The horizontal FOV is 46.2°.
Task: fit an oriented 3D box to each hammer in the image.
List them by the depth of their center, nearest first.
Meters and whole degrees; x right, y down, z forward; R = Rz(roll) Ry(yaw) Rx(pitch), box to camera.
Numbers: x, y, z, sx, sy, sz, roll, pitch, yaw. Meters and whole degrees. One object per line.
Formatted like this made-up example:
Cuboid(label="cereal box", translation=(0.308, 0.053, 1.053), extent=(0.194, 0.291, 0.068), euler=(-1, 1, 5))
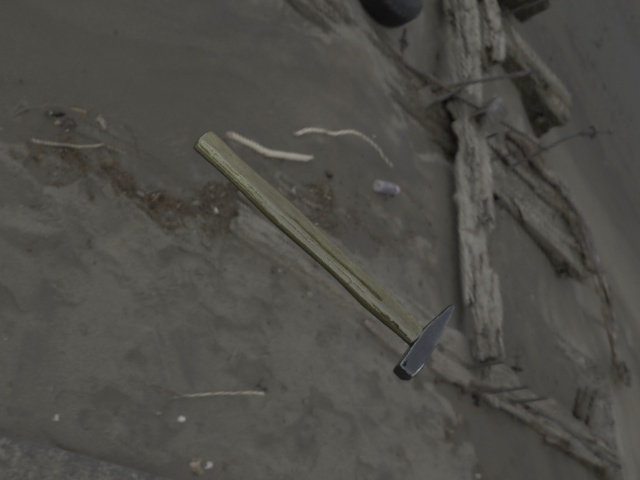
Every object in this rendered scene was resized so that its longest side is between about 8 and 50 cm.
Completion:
Cuboid(label="hammer", translation=(0.000, 0.000, 0.474), extent=(0.199, 0.013, 0.062), euler=(43, 57, 2))
